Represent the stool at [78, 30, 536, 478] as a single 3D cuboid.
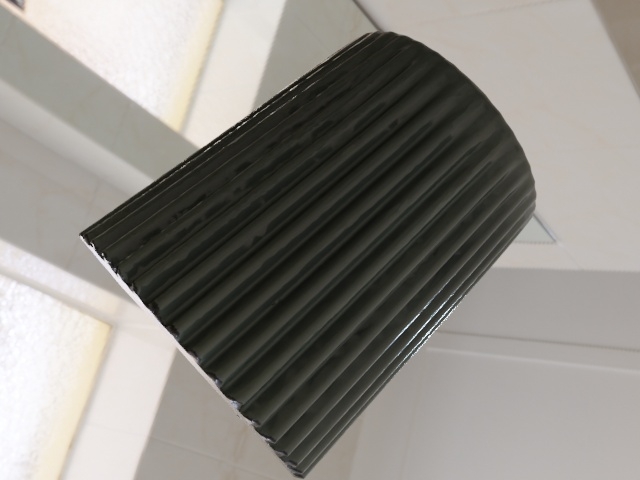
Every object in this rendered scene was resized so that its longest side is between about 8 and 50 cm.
[{"bbox_3d":[0.000,0.000,0.773,0.330,0.297,0.297,-42,-134,-14],"label":"stool"}]
